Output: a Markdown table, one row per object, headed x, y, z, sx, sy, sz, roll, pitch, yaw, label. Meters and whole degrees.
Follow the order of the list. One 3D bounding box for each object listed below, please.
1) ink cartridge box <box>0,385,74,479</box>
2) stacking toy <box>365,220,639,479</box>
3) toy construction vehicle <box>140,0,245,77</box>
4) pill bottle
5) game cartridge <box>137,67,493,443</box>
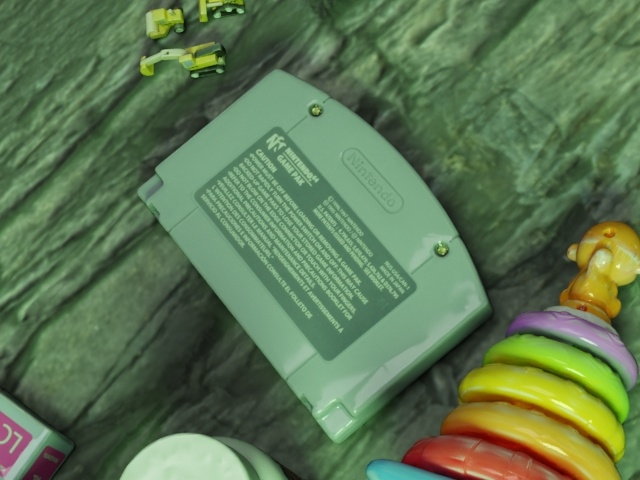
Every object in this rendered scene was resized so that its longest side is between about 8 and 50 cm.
| x | y | z | sx | sy | sz | roll | pitch | yaw | label |
| --- | --- | --- | --- | --- | --- | --- | --- | --- | --- |
| -0.375 | 0.247 | 1.223 | 0.186 | 0.065 | 0.311 | 32 | 83 | 24 | ink cartridge box |
| 0.176 | 0.112 | 1.082 | 0.175 | 0.166 | 0.302 | 12 | 62 | 30 | stacking toy |
| -0.120 | -0.196 | 1.325 | 0.098 | 0.035 | 0.086 | -7 | 69 | 13 | toy construction vehicle |
| -0.066 | 0.213 | 1.058 | 0.121 | 0.221 | 0.121 | -5 | 69 | 14 | pill bottle |
| 0.000 | 0.000 | 1.212 | 0.198 | 0.062 | 0.297 | -38 | 65 | -5 | game cartridge |
